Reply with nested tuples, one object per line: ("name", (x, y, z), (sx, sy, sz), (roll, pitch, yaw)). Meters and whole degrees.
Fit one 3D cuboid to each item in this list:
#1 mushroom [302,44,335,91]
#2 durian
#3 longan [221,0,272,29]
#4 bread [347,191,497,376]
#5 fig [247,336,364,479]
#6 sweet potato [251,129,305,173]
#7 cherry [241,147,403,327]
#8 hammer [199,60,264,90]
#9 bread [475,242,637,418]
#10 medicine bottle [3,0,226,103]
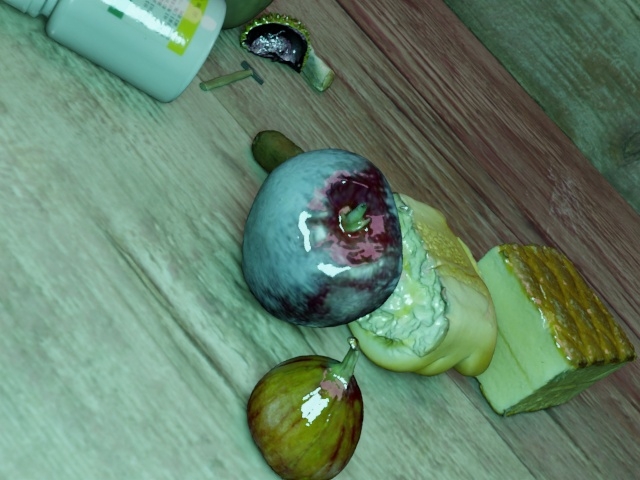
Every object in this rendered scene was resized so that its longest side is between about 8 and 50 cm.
("mushroom", (-0.030, -0.426, 1.835), (0.054, 0.059, 0.202), (0, 51, -53))
("durian", (-0.093, -0.464, 1.749), (0.186, 0.119, 0.108), (15, 46, -37))
("longan", (-0.199, -0.611, 1.594), (0.336, 0.405, 0.404), (0, 36, 9))
("bread", (0.154, 0.087, 1.332), (0.270, 0.211, 0.316), (19, 43, -50))
("fig", (-0.008, 0.209, 1.037), (0.148, 0.202, 0.149), (33, -5, -42))
("sweet potato", (-0.031, -0.121, 1.399), (0.075, 0.075, 0.273), (2, 26, -48))
("cherry", (0.000, 0.000, 1.159), (0.218, 0.296, 0.255), (-9, 78, -38))
("hammer", (-0.178, -0.318, 1.584), (0.062, 0.013, 0.199), (46, 32, 3))
("bread", (0.403, 0.165, 1.514), (0.279, 0.207, 0.279), (0, 51, -48))
("medicine bottle", (-0.344, -0.392, 1.293), (0.339, 0.208, 0.208), (29, 35, -25))
